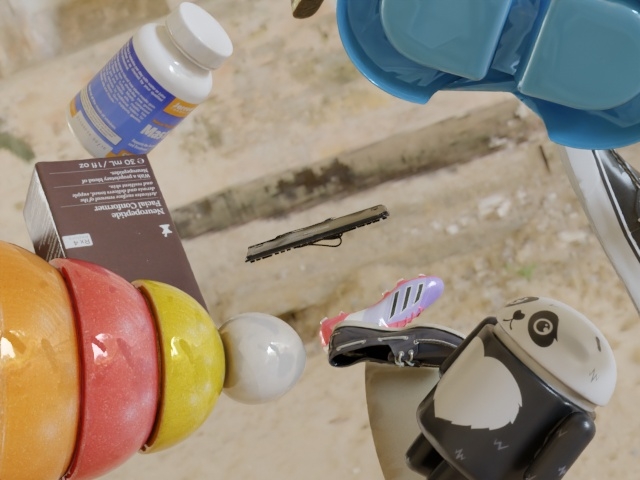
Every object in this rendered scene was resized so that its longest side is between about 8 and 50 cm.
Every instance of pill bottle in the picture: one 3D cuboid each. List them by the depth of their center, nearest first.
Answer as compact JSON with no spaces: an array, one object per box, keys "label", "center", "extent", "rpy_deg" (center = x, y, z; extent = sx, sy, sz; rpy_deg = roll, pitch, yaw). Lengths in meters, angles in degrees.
[{"label":"pill bottle","center":[-0.271,-0.251,1.848],"extent":[0.272,0.152,0.152],"rpy_deg":[-40,7,24]}]

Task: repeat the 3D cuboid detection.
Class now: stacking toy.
[{"label":"stacking toy","center":[-0.241,0.154,1.381],"extent":[0.479,0.351,0.350],"rpy_deg":[0,2,-29]}]

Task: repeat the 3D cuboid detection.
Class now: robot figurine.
[{"label":"robot figurine","center":[0.225,0.197,1.372],"extent":[0.278,0.209,0.173],"rpy_deg":[-51,-18,9]}]

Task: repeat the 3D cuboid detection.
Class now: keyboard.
[{"label":"keyboard","center":[0.000,0.000,1.474],"extent":[0.192,0.038,0.100],"rpy_deg":[-17,10,5]}]

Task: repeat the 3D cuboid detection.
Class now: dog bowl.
[{"label":"dog bowl","center":[0.163,-0.182,0.942],"extent":[0.297,0.166,0.074],"rpy_deg":[15,38,0]}]

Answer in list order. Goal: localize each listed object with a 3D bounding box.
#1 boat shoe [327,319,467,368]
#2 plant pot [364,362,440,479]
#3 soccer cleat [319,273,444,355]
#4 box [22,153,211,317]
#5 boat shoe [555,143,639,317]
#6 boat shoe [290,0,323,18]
[{"label":"boat shoe","center":[0.107,0.156,1.565],"extent":[0.206,0.075,0.065],"rpy_deg":[4,40,19]},{"label":"plant pot","center":[0.234,0.245,1.667],"extent":[0.273,0.257,0.256],"rpy_deg":[-14,16,15]},{"label":"soccer cleat","center":[0.116,0.142,2.018],"extent":[0.248,0.083,0.095],"rpy_deg":[-23,51,-11]},{"label":"box","center":[-0.311,0.054,1.753],"extent":[0.191,0.381,0.143],"rpy_deg":[-8,-32,-30]},{"label":"boat shoe","center":[0.339,-0.030,1.214],"extent":[0.104,0.306,0.113],"rpy_deg":[-27,7,10]},{"label":"boat shoe","center":[-0.006,-0.381,1.630],"extent":[0.056,0.049,0.152],"rpy_deg":[-7,-29,-40]}]
